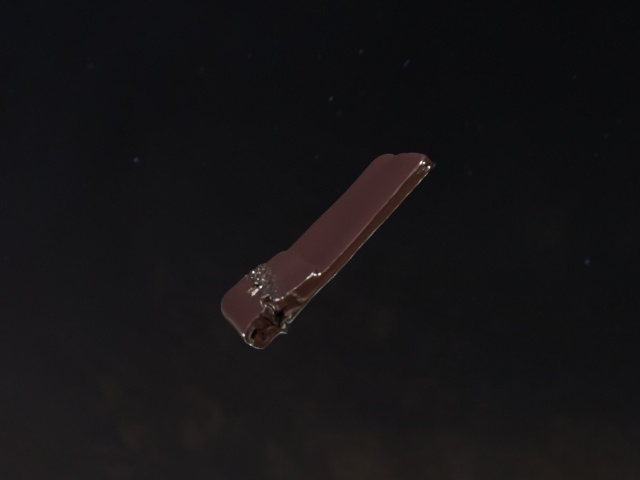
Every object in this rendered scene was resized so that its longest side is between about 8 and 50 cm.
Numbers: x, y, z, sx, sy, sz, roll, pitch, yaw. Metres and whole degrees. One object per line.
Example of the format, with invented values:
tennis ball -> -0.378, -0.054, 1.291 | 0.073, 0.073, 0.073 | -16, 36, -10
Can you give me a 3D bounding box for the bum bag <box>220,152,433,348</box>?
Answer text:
bum bag -> 0.000, 0.000, 0.699 | 0.026, 0.109, 0.159 | 45, -97, -13
